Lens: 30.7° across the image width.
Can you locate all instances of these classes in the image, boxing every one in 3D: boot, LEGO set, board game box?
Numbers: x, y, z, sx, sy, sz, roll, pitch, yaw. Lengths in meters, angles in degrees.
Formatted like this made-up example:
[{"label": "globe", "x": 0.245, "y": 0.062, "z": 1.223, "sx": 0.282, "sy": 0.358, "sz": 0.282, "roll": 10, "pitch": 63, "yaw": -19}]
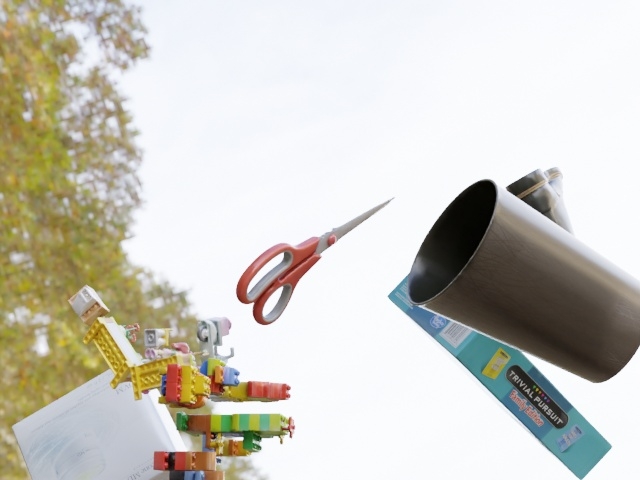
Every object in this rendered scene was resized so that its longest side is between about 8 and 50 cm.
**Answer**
[{"label": "boot", "x": 0.324, "y": -0.027, "z": 1.636, "sx": 0.077, "sy": 0.137, "sz": 0.198, "roll": -31, "pitch": -7, "yaw": 24}, {"label": "LEGO set", "x": -0.223, "y": 0.146, "z": 1.604, "sx": 0.287, "sy": 0.132, "sz": 0.107, "roll": 11, "pitch": 6, "yaw": 38}, {"label": "board game box", "x": 0.280, "y": 0.204, "z": 1.842, "sx": 0.079, "sy": 0.254, "sz": 0.336, "roll": -46, "pitch": -63, "yaw": -1}]

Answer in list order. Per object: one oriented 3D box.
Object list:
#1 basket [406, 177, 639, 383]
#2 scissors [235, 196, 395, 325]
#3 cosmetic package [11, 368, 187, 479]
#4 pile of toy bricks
[{"label": "basket", "x": 0.238, "y": 0.054, "z": 1.296, "sx": 0.227, "sy": 0.154, "sz": 0.204, "roll": 28, "pitch": -18, "yaw": -11}, {"label": "scissors", "x": 0.000, "y": 0.000, "z": 1.561, "sx": 0.297, "sy": 0.021, "sz": 0.109, "roll": -43, "pitch": -42, "yaw": -24}, {"label": "cosmetic package", "x": -0.337, "y": 0.351, "z": 1.865, "sx": 0.224, "sy": 0.224, "sz": 0.138, "roll": -31, "pitch": -36, "yaw": -5}, {"label": "pile of toy bricks", "x": -0.072, "y": 0.167, "z": 1.056, "sx": 0.105, "sy": 0.118, "sz": 0.212, "roll": -2, "pitch": -13, "yaw": 10}]
